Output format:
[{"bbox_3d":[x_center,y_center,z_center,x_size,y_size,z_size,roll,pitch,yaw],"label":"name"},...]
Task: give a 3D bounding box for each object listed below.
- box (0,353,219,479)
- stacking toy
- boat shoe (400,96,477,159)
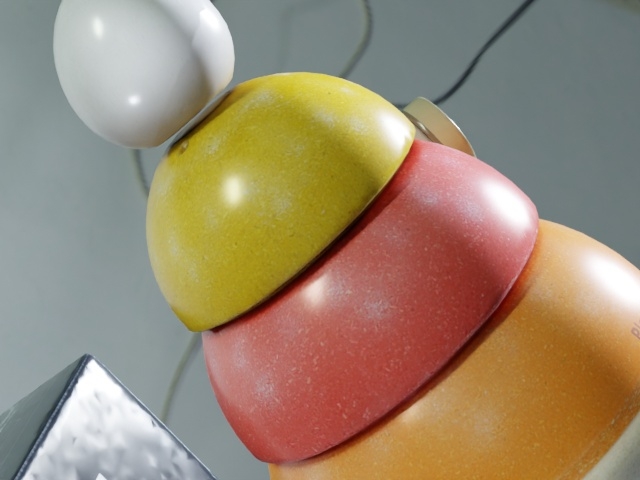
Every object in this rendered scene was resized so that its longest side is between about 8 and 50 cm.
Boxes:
[{"bbox_3d":[-0.375,0.446,1.390,0.297,0.472,0.480,47,25,-15],"label":"box"},{"bbox_3d":[0.000,0.000,0.927,0.480,0.350,0.350,49,55,-10],"label":"stacking toy"},{"bbox_3d":[0.105,-0.012,1.266,0.103,0.302,0.113,-41,52,-7],"label":"boat shoe"}]
